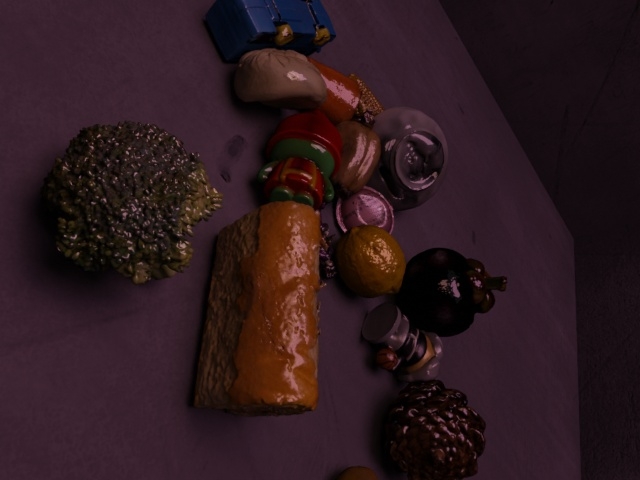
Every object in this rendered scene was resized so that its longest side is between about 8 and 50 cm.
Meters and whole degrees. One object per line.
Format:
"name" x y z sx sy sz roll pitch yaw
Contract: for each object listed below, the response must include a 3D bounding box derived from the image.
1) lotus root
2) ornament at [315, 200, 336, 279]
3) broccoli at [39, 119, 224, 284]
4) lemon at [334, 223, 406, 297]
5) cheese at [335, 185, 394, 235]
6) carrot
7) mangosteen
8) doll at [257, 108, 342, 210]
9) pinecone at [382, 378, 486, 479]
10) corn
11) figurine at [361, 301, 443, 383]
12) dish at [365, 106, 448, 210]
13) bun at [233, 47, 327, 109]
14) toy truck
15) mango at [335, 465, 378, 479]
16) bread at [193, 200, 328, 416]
"lotus root" 0.080 -0.229 1.322 0.154 0.140 0.256 26 68 -15
"ornament" 0.001 -0.004 1.229 0.081 0.088 0.203 -43 121 -75
"broccoli" -0.287 -0.062 0.775 0.260 0.235 0.288 44 40 -29
"lemon" 0.126 0.054 1.259 0.193 0.181 0.180 39 46 -35
"cheese" 0.108 -0.104 1.377 0.189 0.074 0.286 -29 83 -31
"carrot" -0.011 -0.421 1.349 0.225 0.159 0.159 26 54 -35
"mangosteen" 0.381 0.143 1.406 0.275 0.302 0.275 41 42 -53
"doll" -0.036 -0.221 1.195 0.183 0.160 0.363 12 44 0
"pinecone" 0.274 0.452 1.190 0.243 0.243 0.257 50 32 -22
"corn" 0.170 -0.365 1.559 0.363 0.120 0.120 53 41 -15
"figurine" 0.225 0.289 1.296 0.236 0.133 0.176 42 54 -26
"dish" 0.272 -0.243 1.477 0.324 0.124 0.324 -5 102 -23
"bun" -0.096 -0.397 1.192 0.229 0.229 0.145 -3 95 -50
"toy truck" -0.113 -0.569 1.285 0.385 0.162 0.161 -32 98 -53
"mango" 0.062 0.565 1.009 0.130 0.092 0.194 44 53 -31
"bread" -0.099 0.124 0.907 0.165 0.237 0.375 28 52 -42
